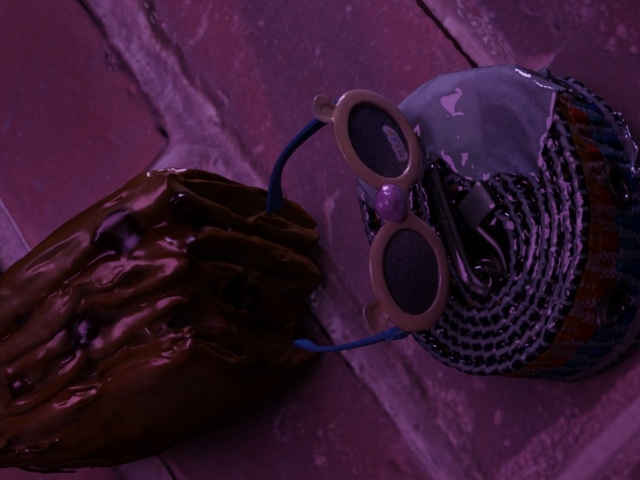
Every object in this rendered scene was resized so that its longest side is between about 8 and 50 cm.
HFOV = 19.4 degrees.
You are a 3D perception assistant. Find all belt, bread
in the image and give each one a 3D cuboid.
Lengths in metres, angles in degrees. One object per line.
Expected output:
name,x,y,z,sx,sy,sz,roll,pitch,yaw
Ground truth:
belt,0.151,-0.018,1.458,0.207,0.150,0.258,-33,63,33
bread,-0.153,0.093,1.594,0.324,0.277,0.167,-39,64,20

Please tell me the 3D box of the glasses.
glasses,0.027,-0.005,1.462,0.220,0.088,0.190,138,119,-70
